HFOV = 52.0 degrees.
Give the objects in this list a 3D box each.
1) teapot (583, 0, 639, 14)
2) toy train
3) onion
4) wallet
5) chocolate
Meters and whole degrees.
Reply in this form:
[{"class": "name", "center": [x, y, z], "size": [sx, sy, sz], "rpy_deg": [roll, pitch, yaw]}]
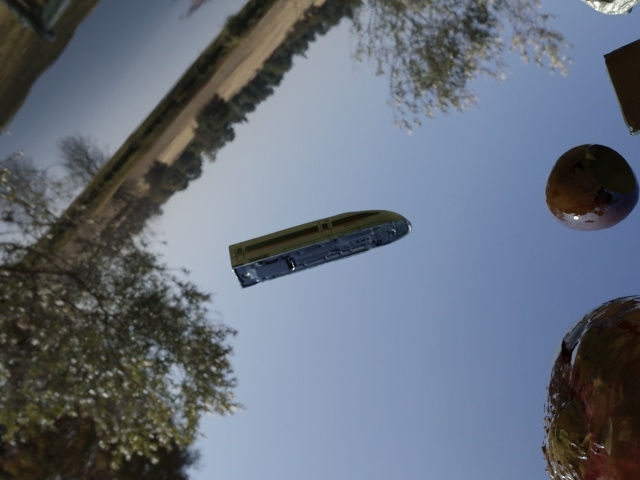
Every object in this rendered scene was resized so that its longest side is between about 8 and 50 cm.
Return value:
[{"class": "teapot", "center": [0.481, -0.457, 1.055], "size": [0.221, 0.178, 0.163], "rpy_deg": [-45, -174, 45]}, {"class": "toy train", "center": [0.000, 0.000, 1.476], "size": [0.407, 0.086, 0.088], "rpy_deg": [-16, -131, 0]}, {"class": "onion", "center": [0.286, 0.166, 0.548], "size": [0.246, 0.190, 0.246], "rpy_deg": [-178, -90, -81]}, {"class": "wallet", "center": [0.483, -0.225, 0.807], "size": [0.232, 0.122, 0.031], "rpy_deg": [-20, 169, 29]}, {"class": "chocolate", "center": [0.507, -0.093, 1.244], "size": [0.177, 0.177, 0.177], "rpy_deg": [-47, -165, 17]}]
